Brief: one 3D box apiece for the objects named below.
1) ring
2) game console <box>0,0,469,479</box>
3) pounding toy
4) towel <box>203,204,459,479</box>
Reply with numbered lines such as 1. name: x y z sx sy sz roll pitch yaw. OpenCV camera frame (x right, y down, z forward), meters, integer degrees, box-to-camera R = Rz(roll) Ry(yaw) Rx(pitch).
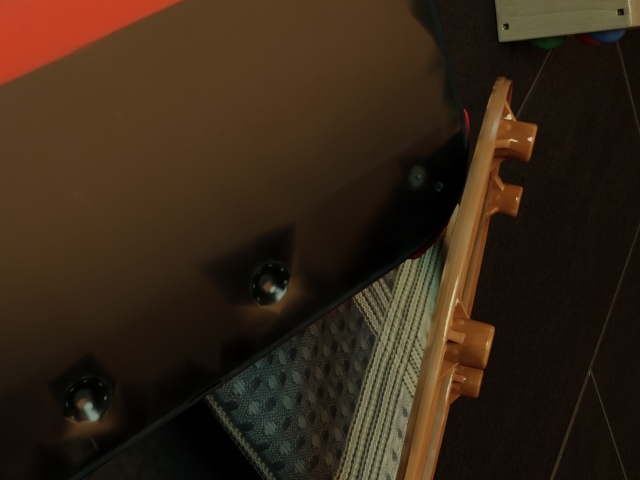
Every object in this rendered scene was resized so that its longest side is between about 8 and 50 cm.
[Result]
1. ring: 0.083 0.072 0.618 0.336 0.032 0.337 13 90 -80
2. game console: -0.113 -0.075 0.407 0.386 0.060 0.342 -33 116 -28
3. pounding toy: 0.296 -0.237 0.995 0.181 0.206 0.094 -19 105 -55
4. towel: 0.000 0.000 0.666 0.312 0.056 0.324 59 36 -32
